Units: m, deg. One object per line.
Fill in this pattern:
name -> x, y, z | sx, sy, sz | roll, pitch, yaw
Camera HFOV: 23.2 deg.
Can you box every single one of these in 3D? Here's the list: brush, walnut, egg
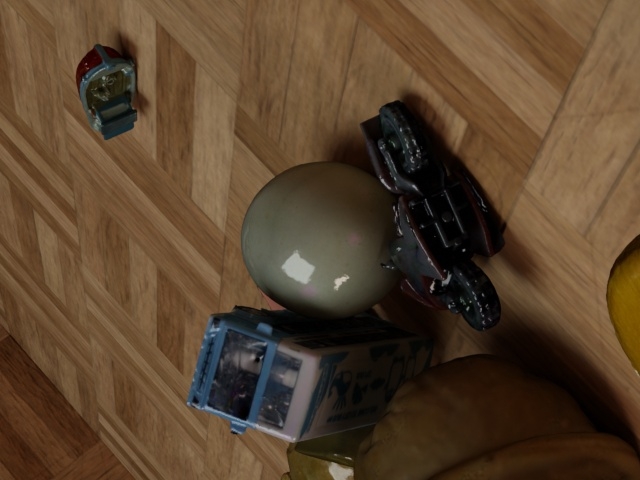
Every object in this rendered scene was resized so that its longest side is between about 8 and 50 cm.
brush -> 0.081, 0.225, 1.684 | 0.197, 0.059, 0.123 | 15, 170, -23
walnut -> 0.157, 0.251, 1.421 | 0.285, 0.285, 0.296 | 86, 162, -57
egg -> 0.000, 0.000, 1.486 | 0.151, 0.151, 0.209 | 56, 162, -12

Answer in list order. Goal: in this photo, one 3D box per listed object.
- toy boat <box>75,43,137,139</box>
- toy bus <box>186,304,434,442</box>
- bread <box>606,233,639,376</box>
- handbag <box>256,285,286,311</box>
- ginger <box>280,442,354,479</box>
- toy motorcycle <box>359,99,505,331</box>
toy boat -> -0.249, -0.174, 1.843 | 0.059, 0.069, 0.173 | 60, 164, 20
toy bus -> -0.004, 0.125, 1.533 | 0.131, 0.106, 0.297 | 18, -172, 24
bread -> 0.285, 0.038, 0.947 | 0.195, 0.142, 0.270 | 55, 164, 10
handbag -> 0.024, 0.126, 1.784 | 0.157, 0.059, 0.212 | 23, 147, 55
ginger -> 0.028, 0.336, 2.011 | 0.348, 0.122, 0.363 | 11, 152, 49
toy motorcycle -> 0.094, -0.020, 1.365 | 0.213, 0.082, 0.122 | 66, 158, -6
